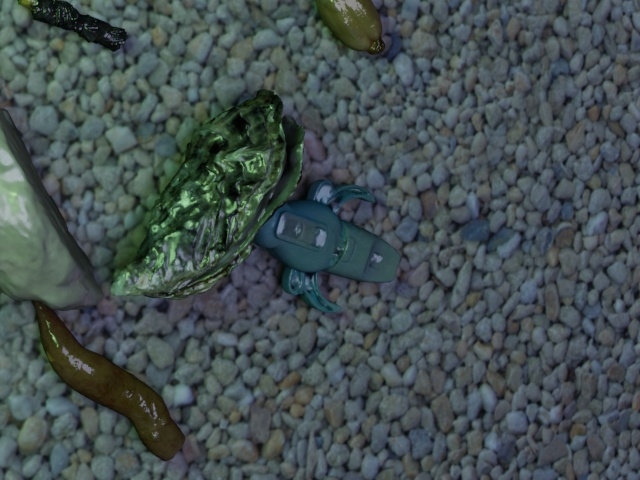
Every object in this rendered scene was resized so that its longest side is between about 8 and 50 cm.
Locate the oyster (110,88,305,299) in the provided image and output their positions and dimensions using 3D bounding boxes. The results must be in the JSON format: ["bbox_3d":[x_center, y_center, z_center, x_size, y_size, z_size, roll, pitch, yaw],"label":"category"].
[{"bbox_3d":[-0.142,-0.044,1.815,0.158,0.162,0.351,42,71,-7],"label":"oyster"}]

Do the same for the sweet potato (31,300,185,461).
[{"bbox_3d":[-0.280,0.185,1.823,0.281,0.059,0.067,45,64,-28],"label":"sweet potato"}]

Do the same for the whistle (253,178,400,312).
[{"bbox_3d":[0.000,0.000,1.956,0.274,0.093,0.186,21,85,-35],"label":"whistle"}]

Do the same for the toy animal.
[{"bbox_3d":[-0.401,-0.022,1.679,0.188,0.266,0.308,-32,155,-10],"label":"toy animal"}]

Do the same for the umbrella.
[{"bbox_3d":[-0.312,-0.277,1.759,0.144,0.040,0.037,21,94,-30],"label":"umbrella"}]

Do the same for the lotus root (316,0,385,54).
[{"bbox_3d":[0.037,-0.321,1.952,0.073,0.062,0.150,-37,114,2],"label":"lotus root"}]
